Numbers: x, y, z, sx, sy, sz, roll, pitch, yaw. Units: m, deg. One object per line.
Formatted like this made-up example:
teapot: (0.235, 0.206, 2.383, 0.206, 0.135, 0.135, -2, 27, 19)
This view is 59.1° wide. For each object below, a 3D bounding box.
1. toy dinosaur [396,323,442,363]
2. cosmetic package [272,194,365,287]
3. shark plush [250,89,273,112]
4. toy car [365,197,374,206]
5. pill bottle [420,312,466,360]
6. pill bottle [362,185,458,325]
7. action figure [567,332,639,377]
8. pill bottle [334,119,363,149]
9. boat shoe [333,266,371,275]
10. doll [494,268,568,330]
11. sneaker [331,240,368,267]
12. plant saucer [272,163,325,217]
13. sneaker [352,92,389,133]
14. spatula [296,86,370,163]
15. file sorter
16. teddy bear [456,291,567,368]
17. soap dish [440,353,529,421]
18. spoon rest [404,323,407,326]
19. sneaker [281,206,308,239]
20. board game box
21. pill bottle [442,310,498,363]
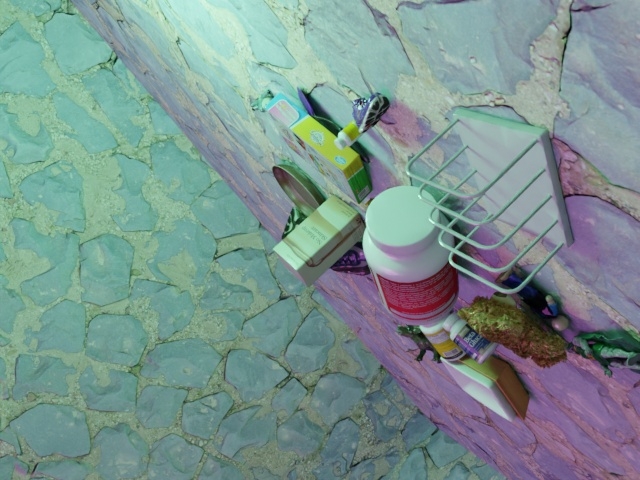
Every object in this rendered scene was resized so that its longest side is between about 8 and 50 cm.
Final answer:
toy dinosaur: (0.430, 0.381, 2.139, 0.314, 0.160, 0.121, 15, 162, -36)
cosmetic package: (0.000, 0.000, 1.986, 0.153, 0.296, 0.129, 38, 166, 36)
shark plush: (-0.194, -0.438, 1.795, 0.161, 0.067, 0.073, 33, 162, 49)
toy car: (0.184, -0.081, 1.708, 0.122, 0.040, 0.060, 32, 161, 49)
pill bottle: (0.421, 0.308, 1.962, 0.208, 0.119, 0.119, 52, 167, -20)
pill bottle: (0.238, 0.044, 1.477, 0.229, 0.229, 0.407, 39, 166, 32)
action figure: (0.621, 0.250, 1.238, 0.137, 0.063, 0.232, 45, 172, -6)
pill bottle: (0.073, -0.262, 1.399, 0.043, 0.083, 0.043, 44, 167, 13)
boat shoe: (0.115, 0.103, 2.377, 0.095, 0.112, 0.335, 54, 163, -10)
doll: (0.500, 0.139, 1.321, 0.189, 0.046, 0.129, 40, 169, 9)
sneaker: (0.066, 0.073, 2.167, 0.319, 0.131, 0.112, -1, 117, 38)
plant saucer: (-0.069, -0.188, 2.219, 0.310, 0.050, 0.310, 44, 168, 11)
sneaker: (0.099, -0.293, 1.265, 0.071, 0.068, 0.170, 53, 169, 0)
spatula: (0.029, -0.309, 1.526, 0.296, 0.030, 0.084, 43, 171, 15)
file sorter: (0.305, -0.063, 1.033, 0.193, 0.173, 0.277, 34, 163, 49)
teddy bear: (0.483, 0.211, 1.388, 0.338, 0.113, 0.245, 31, -171, -22)
soap dish: (0.579, 0.484, 1.986, 0.229, 0.118, 0.291, 52, 167, -25)
spoon rest: (0.349, 0.275, 2.192, 0.137, 0.084, 0.276, 33, 163, 47)
sneaker: (-0.054, -0.029, 2.475, 0.182, 0.158, 0.410, 21, -171, -18)
board game box: (-0.001, -0.260, 1.627, 0.316, 0.064, 0.242, 42, 176, 22)
pill bottle: (0.479, 0.309, 1.820, 0.169, 0.094, 0.094, 41, 167, 24)
